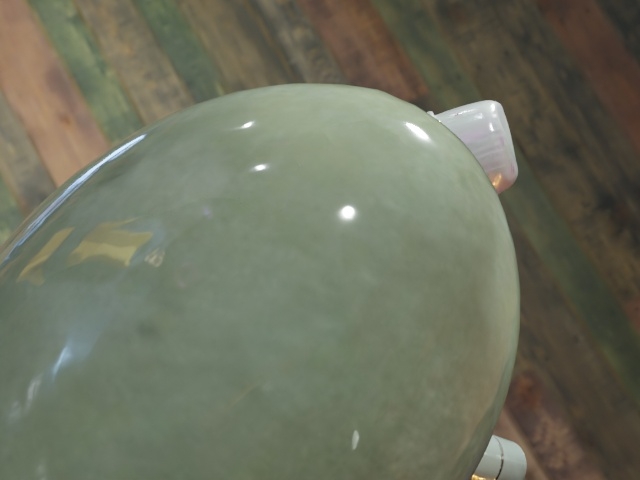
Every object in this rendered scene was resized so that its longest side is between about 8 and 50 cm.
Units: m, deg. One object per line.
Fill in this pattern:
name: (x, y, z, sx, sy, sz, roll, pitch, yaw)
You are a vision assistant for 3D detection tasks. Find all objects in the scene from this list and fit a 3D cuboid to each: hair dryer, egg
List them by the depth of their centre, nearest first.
egg: (-0.053, 0.075, 0.710, 0.258, 0.352, 0.258, 49, -2, 2)
hair dryer: (0.107, 0.141, 1.146, 0.082, 0.047, 0.137, 23, 32, -40)

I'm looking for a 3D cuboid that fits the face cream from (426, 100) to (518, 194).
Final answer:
face cream: (-0.006, -0.019, 1.142, 0.102, 0.345, 0.102, -21, 90, -82)
